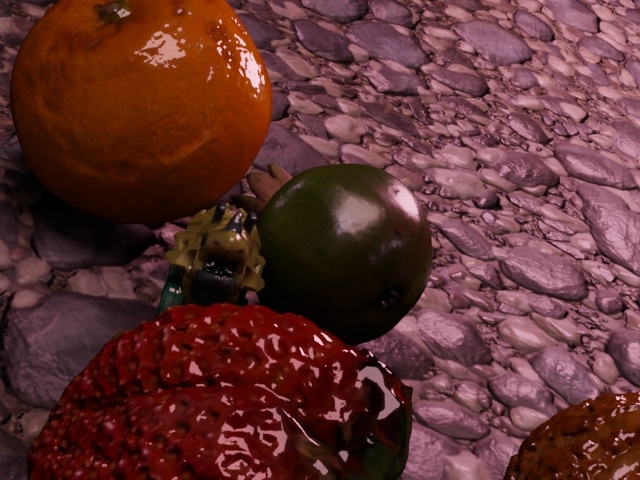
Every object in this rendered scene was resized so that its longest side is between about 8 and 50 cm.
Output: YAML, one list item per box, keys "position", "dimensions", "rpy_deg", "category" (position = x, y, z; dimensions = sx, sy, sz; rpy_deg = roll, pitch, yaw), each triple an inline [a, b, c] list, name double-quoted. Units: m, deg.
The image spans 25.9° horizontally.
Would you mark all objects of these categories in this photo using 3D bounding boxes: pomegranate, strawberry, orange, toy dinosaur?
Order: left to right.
- position: [-0.180, -0.139, 1.397]
  dimensions: [0.261, 0.261, 0.261]
  rpy_deg: [15, 34, -11]
  category: "orange"
- position: [-0.103, 0.025, 1.304]
  dimensions: [0.094, 0.153, 0.259]
  rpy_deg: [20, 10, -8]
  category: "toy dinosaur"
- position: [-0.072, 0.187, 1.014]
  dimensions: [0.288, 0.239, 0.250]
  rpy_deg: [-2, 40, 9]
  category: "strawberry"
- position: [0.002, -0.001, 1.374]
  dimensions: [0.187, 0.187, 0.225]
  rpy_deg: [-12, 37, -41]
  category: "pomegranate"

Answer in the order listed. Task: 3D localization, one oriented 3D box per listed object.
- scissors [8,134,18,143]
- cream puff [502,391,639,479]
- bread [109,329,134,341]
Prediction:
- position: [-0.315, -0.122, 1.502]
  dimensions: [0.036, 0.006, 0.083]
  rpy_deg: [26, 34, 8]
  category: "scissors"
- position: [0.290, 0.250, 1.153]
  dimensions: [0.303, 0.212, 0.303]
  rpy_deg: [12, 32, -8]
  category: "cream puff"
- position: [-0.095, 0.136, 1.171]
  dimensions: [0.172, 0.103, 0.132]
  rpy_deg: [9, 8, -21]
  category: "bread"
